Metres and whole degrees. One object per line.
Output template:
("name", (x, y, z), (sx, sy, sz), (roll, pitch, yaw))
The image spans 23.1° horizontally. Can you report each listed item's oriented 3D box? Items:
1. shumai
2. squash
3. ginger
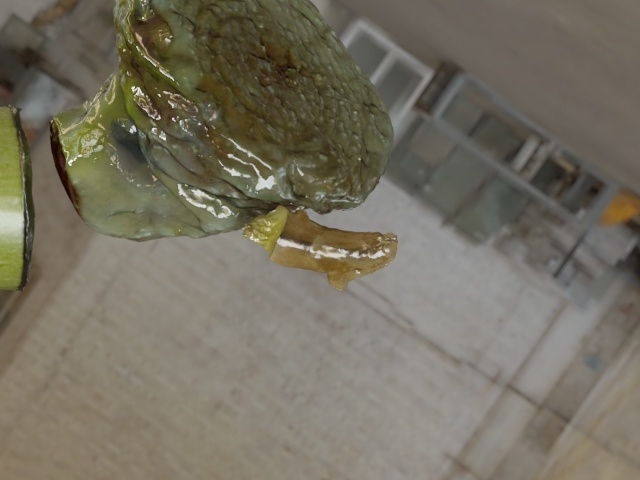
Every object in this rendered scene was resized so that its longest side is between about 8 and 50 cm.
("shumai", (-0.120, -0.108, 1.522), (0.304, 0.263, 0.309), (26, -139, -35))
("squash", (-0.393, -0.044, 1.764), (0.133, 0.220, 0.220), (-6, -166, -13))
("ginger", (-0.002, 0.005, 1.386), (0.137, 0.057, 0.044), (14, 156, -1))
